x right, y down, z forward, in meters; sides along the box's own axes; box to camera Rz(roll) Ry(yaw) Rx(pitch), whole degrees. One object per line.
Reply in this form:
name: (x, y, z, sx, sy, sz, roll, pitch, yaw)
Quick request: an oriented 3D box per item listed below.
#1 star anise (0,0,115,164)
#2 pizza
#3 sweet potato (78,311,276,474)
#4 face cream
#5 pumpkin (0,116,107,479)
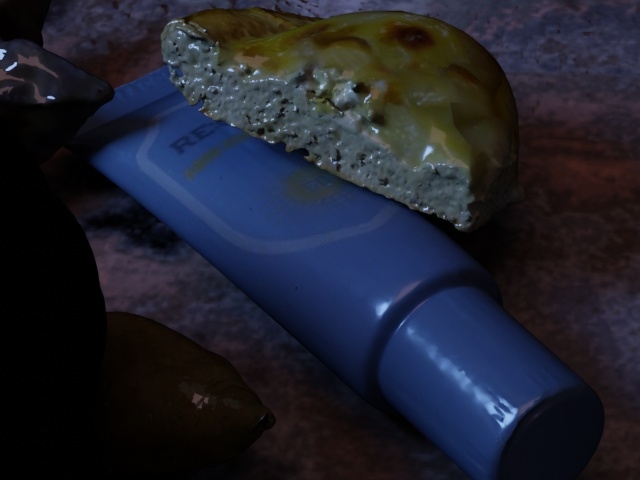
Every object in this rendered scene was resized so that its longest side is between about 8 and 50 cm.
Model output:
star anise: (-0.263, -0.078, 1.105, 0.315, 0.108, 0.315, -10, 50, 12)
pizza: (0.041, -0.090, 1.050, 0.188, 0.081, 0.204, 29, 22, 18)
sweet potato: (-0.110, 0.070, 0.978, 0.269, 0.075, 0.075, 16, 50, 41)
face cream: (0.000, 0.000, 1.020, 0.135, 0.086, 0.385, -27, 44, -21)
pumpkin: (-0.259, 0.049, 0.875, 0.315, 0.315, 0.238, -19, 22, -10)
